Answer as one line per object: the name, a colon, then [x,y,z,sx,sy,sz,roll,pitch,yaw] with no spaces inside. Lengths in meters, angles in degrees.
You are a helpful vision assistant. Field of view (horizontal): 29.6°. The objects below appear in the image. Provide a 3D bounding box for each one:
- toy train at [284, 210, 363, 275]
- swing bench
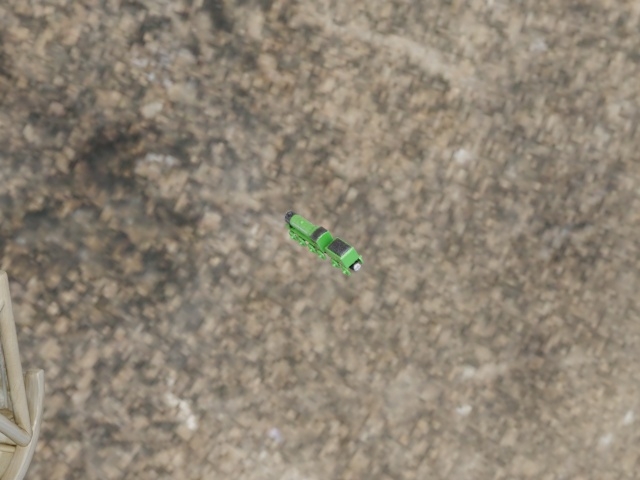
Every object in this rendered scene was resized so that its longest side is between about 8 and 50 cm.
toy train: [0.000,0.000,0.835,0.017,0.083,0.024,-43,130,-12]
swing bench: [-0.483,0.162,1.439,0.255,0.253,0.165,83,20,-46]
